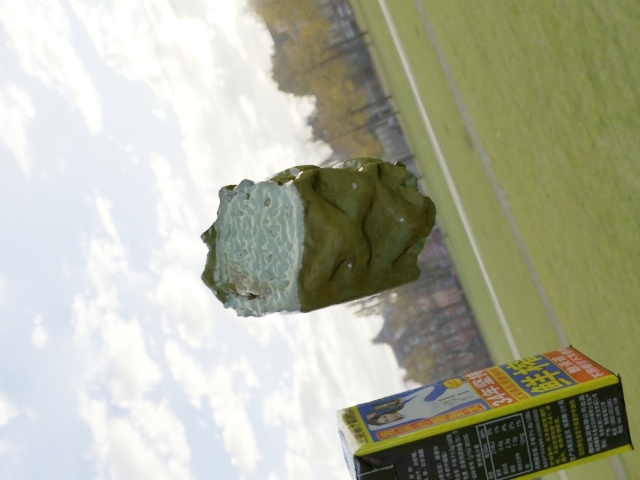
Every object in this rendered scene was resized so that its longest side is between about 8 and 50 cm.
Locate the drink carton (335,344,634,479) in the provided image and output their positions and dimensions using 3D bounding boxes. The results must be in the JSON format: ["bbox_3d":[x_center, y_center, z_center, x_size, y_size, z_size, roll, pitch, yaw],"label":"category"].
[{"bbox_3d":[0.097,0.118,0.487,0.071,0.165,0.056,-135,30,-81],"label":"drink carton"}]

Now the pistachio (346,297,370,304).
[{"bbox_3d":[0.050,0.050,1.420,0.126,0.223,0.152,54,144,41],"label":"pistachio"}]

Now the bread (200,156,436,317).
[{"bbox_3d":[0.002,-0.006,1.062,0.252,0.238,0.196,-6,-97,-45],"label":"bread"}]
